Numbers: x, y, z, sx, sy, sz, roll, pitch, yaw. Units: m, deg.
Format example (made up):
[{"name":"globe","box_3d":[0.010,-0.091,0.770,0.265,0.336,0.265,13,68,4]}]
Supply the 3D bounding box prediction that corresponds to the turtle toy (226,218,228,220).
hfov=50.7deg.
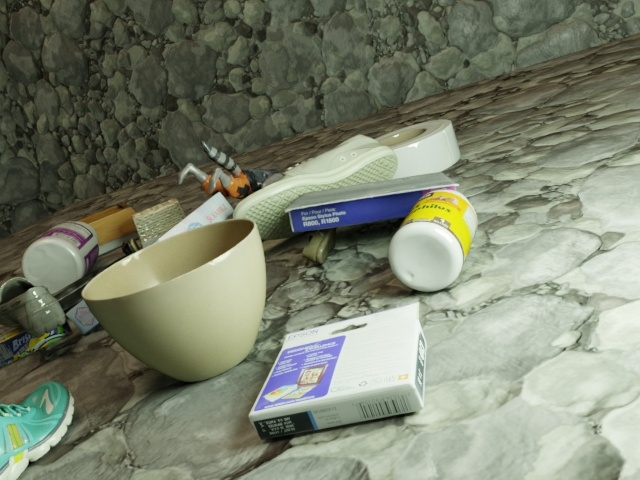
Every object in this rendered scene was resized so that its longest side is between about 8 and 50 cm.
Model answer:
[{"name":"turtle toy","box_3d":[-0.292,-0.035,1.853,0.066,0.095,0.130,-5,5,-37]}]

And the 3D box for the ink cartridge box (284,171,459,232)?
[{"name":"ink cartridge box","box_3d":[0.106,-0.075,1.371,0.324,0.071,0.330,-8,10,7]}]

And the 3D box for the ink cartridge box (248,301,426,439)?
[{"name":"ink cartridge box","box_3d":[0.032,0.163,0.870,0.206,0.045,0.208,-15,18,16]}]

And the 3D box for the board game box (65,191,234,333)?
[{"name":"board game box","box_3d":[-0.378,0.044,1.542,0.318,0.066,0.319,-35,9,25]}]

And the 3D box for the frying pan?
[{"name":"frying pan","box_3d":[-0.584,0.109,1.708,0.326,0.053,0.197,-29,13,1]}]

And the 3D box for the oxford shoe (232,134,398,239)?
[{"name":"oxford shoe","box_3d":[-0.019,-0.133,1.634,0.449,0.169,0.130,-27,53,-23]}]

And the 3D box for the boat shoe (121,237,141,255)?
[{"name":"boat shoe","box_3d":[-0.578,0.024,2.056,0.049,0.056,0.152,-29,8,-14]}]

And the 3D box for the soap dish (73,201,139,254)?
[{"name":"soap dish","box_3d":[-0.757,-0.031,2.324,0.290,0.118,0.229,-24,16,-18]}]

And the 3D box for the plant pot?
[{"name":"plant pot","box_3d":[-0.201,0.108,1.068,0.284,0.191,0.284,-19,15,5]}]

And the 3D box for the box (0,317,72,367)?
[{"name":"box","box_3d":[-0.643,0.215,1.497,0.169,0.054,0.059,-26,17,-22]}]

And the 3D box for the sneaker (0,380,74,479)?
[{"name":"sneaker","box_3d":[-0.455,0.277,0.966,0.107,0.110,0.275,-14,16,20]}]

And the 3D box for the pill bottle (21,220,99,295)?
[{"name":"pill bottle","box_3d":[-0.754,0.038,2.000,0.169,0.169,0.301,-20,16,1]}]

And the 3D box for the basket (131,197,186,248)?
[{"name":"basket","box_3d":[-0.503,-0.056,2.126,0.167,0.103,0.113,-25,16,-13]}]

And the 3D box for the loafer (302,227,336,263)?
[{"name":"loafer","box_3d":[0.000,0.000,1.410,0.050,0.056,0.148,8,23,11]}]

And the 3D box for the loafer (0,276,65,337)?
[{"name":"loafer","box_3d":[-0.650,0.130,1.476,0.112,0.111,0.319,-32,21,-37]}]

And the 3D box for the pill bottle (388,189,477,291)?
[{"name":"pill bottle","box_3d":[0.193,-0.011,1.117,0.117,0.117,0.215,-12,18,26]}]

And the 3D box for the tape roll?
[{"name":"tape roll","box_3d":[0.235,-0.236,1.843,0.286,0.100,0.286,-18,15,5]}]

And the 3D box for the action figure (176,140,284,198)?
[{"name":"action figure","box_3d":[-0.165,-0.151,1.801,0.330,0.179,0.341,9,-9,-39]}]
